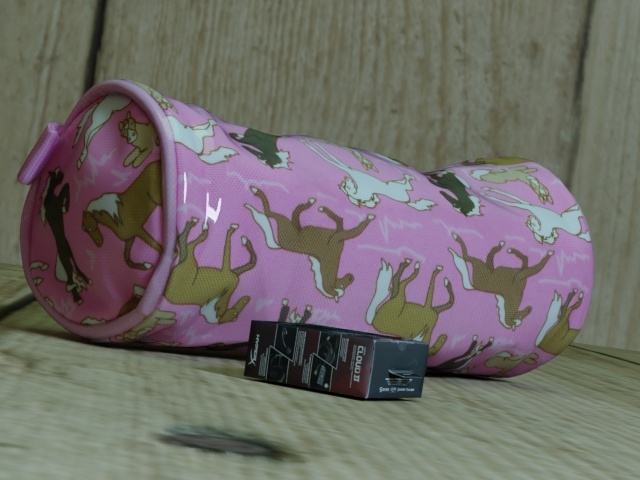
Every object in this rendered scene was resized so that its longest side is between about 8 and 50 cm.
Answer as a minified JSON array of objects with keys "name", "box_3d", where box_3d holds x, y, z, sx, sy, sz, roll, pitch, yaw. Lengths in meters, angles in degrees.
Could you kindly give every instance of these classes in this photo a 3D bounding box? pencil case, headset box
[{"name":"pencil case","box_3d":[0.000,0.000,1.183,0.386,0.160,0.167,8,-8,-42]},{"name":"headset box","box_3d":[0.012,0.063,0.966,0.083,0.032,0.062,9,1,30]}]
